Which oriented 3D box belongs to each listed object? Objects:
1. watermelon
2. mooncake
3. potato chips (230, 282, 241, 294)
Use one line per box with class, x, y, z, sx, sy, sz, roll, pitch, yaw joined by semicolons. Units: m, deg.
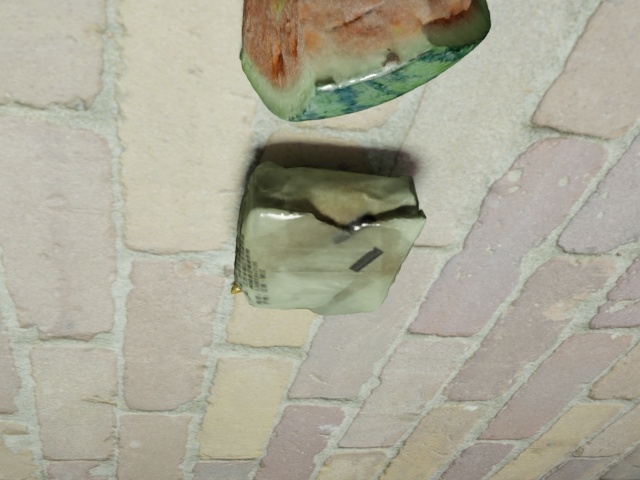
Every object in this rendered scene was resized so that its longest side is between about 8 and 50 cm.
watermelon;-0.006;-0.232;0.703;0.292;0.283;0.250;40;111;-13
mooncake;-0.001;-0.003;1.034;0.250;0.136;0.254;4;136;-17
potato chips;-0.050;0.073;1.212;0.203;0.037;0.026;-1;132;0
